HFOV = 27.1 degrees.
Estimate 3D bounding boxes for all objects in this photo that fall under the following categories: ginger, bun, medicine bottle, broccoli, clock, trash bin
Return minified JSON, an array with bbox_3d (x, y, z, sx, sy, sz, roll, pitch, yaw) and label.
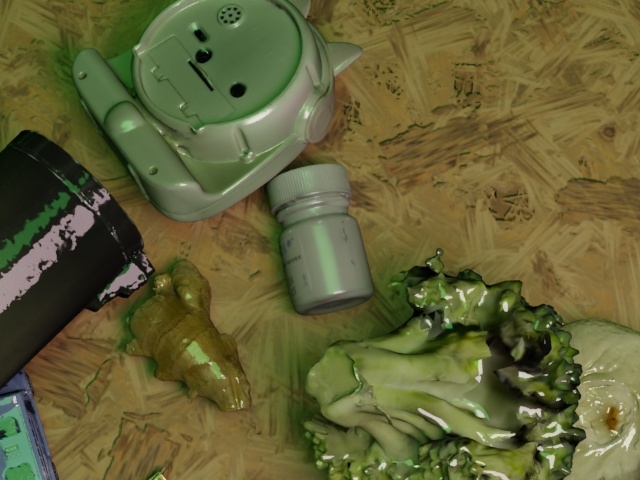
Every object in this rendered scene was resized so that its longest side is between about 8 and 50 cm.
[{"bbox_3d":[-0.162,0.126,1.594,0.115,0.081,0.205,-13,67,-37],"label":"ginger"},{"bbox_3d":[0.340,0.209,1.559,0.244,0.153,0.243,1,81,-5],"label":"bun"},{"bbox_3d":[0.000,0.000,1.616,0.105,0.105,0.168,-12,79,-5],"label":"medicine bottle"},{"bbox_3d":[0.109,0.164,1.463,0.348,0.281,0.293,-14,69,38],"label":"broccoli"},{"bbox_3d":[-0.118,-0.196,1.617,0.324,0.108,0.265,-35,60,-10],"label":"clock"},{"bbox_3d":[-0.376,0.048,1.521,0.252,0.203,0.301,46,71,-8],"label":"trash bin"}]

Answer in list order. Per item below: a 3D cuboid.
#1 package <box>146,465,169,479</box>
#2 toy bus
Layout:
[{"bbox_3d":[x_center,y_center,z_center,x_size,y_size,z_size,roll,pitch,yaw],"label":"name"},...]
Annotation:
[{"bbox_3d":[-0.190,0.341,1.570,0.108,0.031,0.120,-42,87,-9],"label":"package"},{"bbox_3d":[-0.363,0.231,1.565,0.073,0.076,0.167,-19,80,-5],"label":"toy bus"}]
